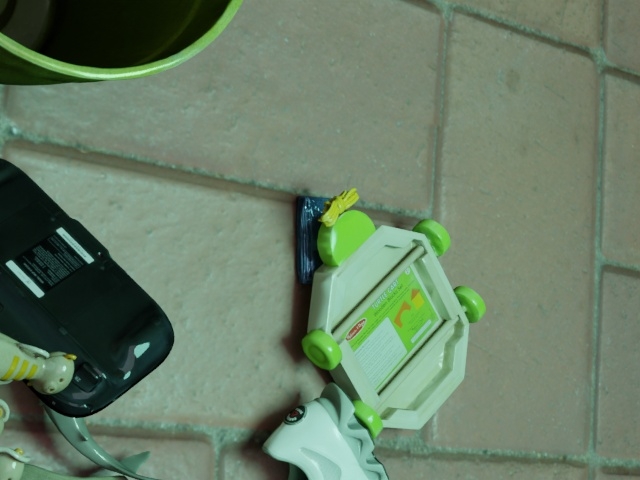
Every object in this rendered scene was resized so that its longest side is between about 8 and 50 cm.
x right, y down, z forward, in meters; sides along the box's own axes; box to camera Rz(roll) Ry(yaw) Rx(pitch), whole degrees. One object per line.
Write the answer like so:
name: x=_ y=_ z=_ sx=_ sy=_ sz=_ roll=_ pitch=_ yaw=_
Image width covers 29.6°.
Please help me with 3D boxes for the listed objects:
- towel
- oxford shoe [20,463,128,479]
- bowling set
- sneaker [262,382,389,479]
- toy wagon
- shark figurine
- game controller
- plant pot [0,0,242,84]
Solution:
towel: x=0.000 y=0.000 z=1.610 sx=0.067 sy=0.029 sz=0.120 roll=3 pitch=82 yaw=-36
oxford shoe: x=-0.357 y=0.308 z=1.288 sx=0.348 sy=0.123 sz=0.130 roll=8 pitch=42 yaw=-27
bowling set: x=-0.361 y=0.225 z=1.143 sx=0.154 sy=0.287 sz=0.200 roll=25 pitch=42 yaw=-45
sneaker: x=0.030 y=0.355 z=1.550 sx=0.146 sy=0.122 sz=0.331 roll=-32 pitch=105 yaw=-15
toy wagon: x=0.082 y=0.083 z=1.612 sx=0.267 sy=0.068 sz=0.344 roll=-43 pitch=116 yaw=-32
shark figurine: x=-0.266 y=0.152 z=1.336 sx=0.166 sy=0.116 sz=0.278 roll=-10 pitch=80 yaw=-33
game controller: x=-0.305 y=0.042 z=1.288 sx=0.319 sy=0.067 sz=0.166 roll=43 pitch=46 yaw=13
plant pot: x=-0.307 y=-0.307 z=1.228 sx=0.366 sy=0.353 sz=0.367 roll=5 pitch=81 yaw=-34
